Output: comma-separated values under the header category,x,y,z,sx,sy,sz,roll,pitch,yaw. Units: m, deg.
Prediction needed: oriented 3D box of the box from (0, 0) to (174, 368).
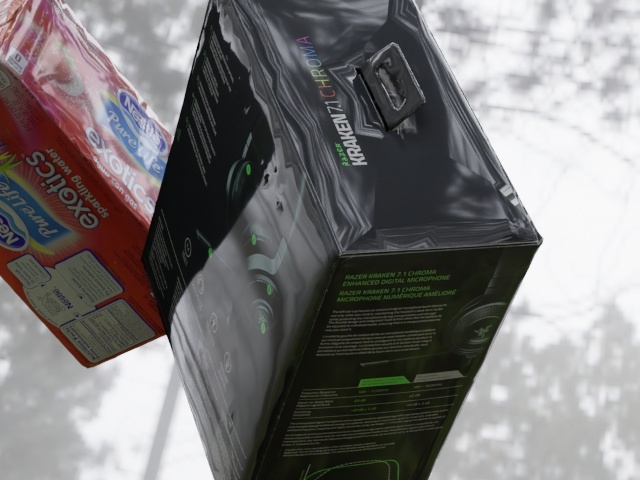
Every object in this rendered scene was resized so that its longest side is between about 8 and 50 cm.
category,x,y,z,sx,sy,sz,roll,pitch,yaw
box,-0.189,-0.046,1.337,0.128,0.123,0.257,-25,-61,25

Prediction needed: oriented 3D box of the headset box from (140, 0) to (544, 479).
category,x,y,z,sx,sy,sz,roll,pitch,yaw
headset box,0.000,0.000,1.133,0.131,0.246,0.283,-3,-43,-23
